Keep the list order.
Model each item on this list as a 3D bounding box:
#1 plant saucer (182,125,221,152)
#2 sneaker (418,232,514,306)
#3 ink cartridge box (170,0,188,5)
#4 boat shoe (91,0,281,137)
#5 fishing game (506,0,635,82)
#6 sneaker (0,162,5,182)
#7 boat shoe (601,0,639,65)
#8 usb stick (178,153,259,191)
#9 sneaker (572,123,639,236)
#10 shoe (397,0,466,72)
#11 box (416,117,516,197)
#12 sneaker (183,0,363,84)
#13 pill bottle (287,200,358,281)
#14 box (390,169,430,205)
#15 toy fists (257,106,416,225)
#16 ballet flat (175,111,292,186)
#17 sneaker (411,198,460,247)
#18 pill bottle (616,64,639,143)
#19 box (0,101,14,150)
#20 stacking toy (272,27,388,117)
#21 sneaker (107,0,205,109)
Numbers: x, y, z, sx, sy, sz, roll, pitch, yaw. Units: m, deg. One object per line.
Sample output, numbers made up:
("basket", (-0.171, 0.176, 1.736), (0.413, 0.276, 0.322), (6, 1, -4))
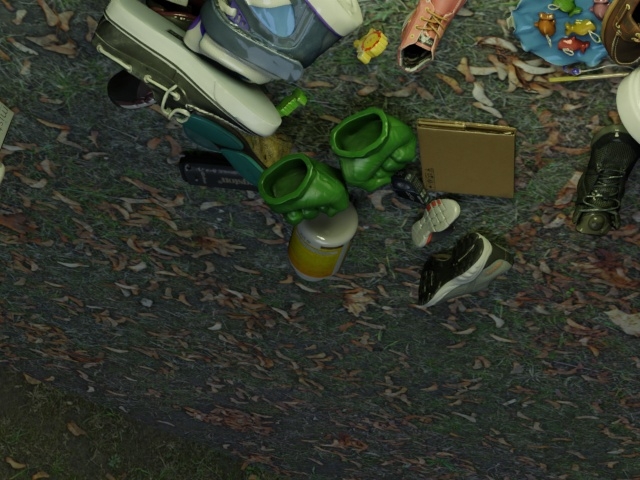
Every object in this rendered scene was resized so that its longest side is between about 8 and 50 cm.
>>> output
("plant saucer", (-0.186, -0.197, 1.994), (0.119, 0.021, 0.119), (10, 153, 5))
("sneaker", (0.281, 0.075, 2.235), (0.108, 0.100, 0.271), (18, 153, -22))
("ink cartridge box", (-0.242, -0.402, 1.593), (0.135, 0.056, 0.099), (17, 152, -9))
("boat shoe", (-0.199, -0.227, 1.610), (0.306, 0.113, 0.105), (35, 111, 1))
("fishing game", (0.356, -0.297, 1.560), (0.189, 0.041, 0.264), (0, 150, 17))
("sneaker", (-0.699, -0.120, 1.995), (0.281, 0.105, 0.115), (0, 149, 18))
("boat shoe", (0.420, -0.297, 1.460), (0.073, 0.073, 0.207), (-11, 146, -6))
("usb stick", (-0.126, -0.121, 2.087), (0.278, 0.045, 0.077), (6, 153, 12))
("sneaker", (0.466, -0.089, 1.813), (0.087, 0.130, 0.227), (10, 151, 1))
("shoe", (0.160, -0.309, 1.573), (0.063, 0.081, 0.178), (19, 152, -13))
("box", (0.253, -0.138, 1.922), (0.164, 0.021, 0.201), (6, 152, 12))
("sneaker", (-0.120, -0.342, 1.490), (0.236, 0.130, 0.323), (-27, 127, 25))
("pill bottle", (0.000, 0.000, 2.185), (0.117, 0.117, 0.215), (14, 152, -3))
("box", (0.155, -0.100, 2.015), (0.067, 0.018, 0.083), (21, 162, 36))
("toy fists", (0.035, -0.116, 1.891), (0.279, 0.096, 0.142), (-31, 158, 17))
("ballet flat", (-0.138, -0.192, 1.850), (0.123, 0.123, 0.348), (1, 163, 21))
("sneaker", (0.229, -0.037, 2.106), (0.064, 0.061, 0.158), (-6, 162, -27))
("pill bottle", (0.533, -0.229, 1.481), (0.162, 0.162, 0.278), (22, 151, -17))
("box", (-0.746, -0.230, 2.055), (0.262, 0.127, 0.231), (-6, 148, 32))
("stacking toy", (-0.035, -0.282, 1.663), (0.221, 0.052, 0.167), (-35, 131, 25))
("sneaker", (-0.249, -0.311, 1.740), (0.281, 0.106, 0.162), (-16, 138, 26))
